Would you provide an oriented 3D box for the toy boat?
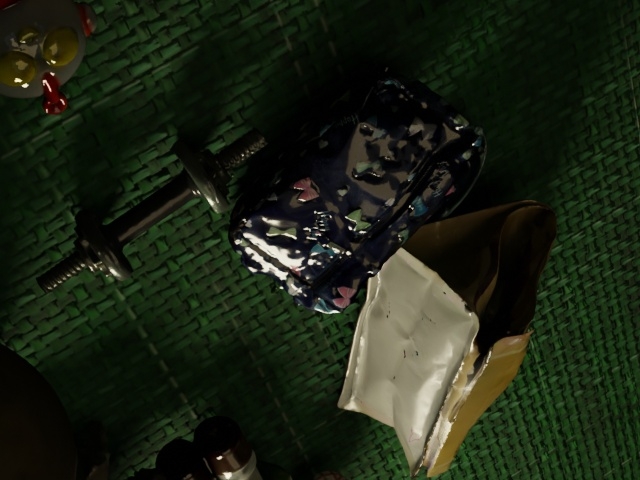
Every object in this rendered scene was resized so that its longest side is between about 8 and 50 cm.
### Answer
[{"bbox_3d":[0.135,-0.069,1.460,0.137,0.060,0.061,-51,163,22],"label":"toy boat"}]

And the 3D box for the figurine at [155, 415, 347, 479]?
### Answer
[{"bbox_3d":[-0.078,0.363,1.614,0.281,0.167,0.370,-32,128,-13],"label":"figurine"}]

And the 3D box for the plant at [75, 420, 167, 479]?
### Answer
[{"bbox_3d":[-0.231,0.303,1.458,0.142,0.131,0.203,-41,113,-49],"label":"plant"}]

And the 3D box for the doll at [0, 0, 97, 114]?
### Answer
[{"bbox_3d":[-0.254,-0.195,1.096,0.142,0.076,0.245,-27,131,-11],"label":"doll"}]

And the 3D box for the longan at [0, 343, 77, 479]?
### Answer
[{"bbox_3d":[-0.358,0.217,1.230,0.297,0.297,0.297,-18,133,-20],"label":"longan"}]

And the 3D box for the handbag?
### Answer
[{"bbox_3d":[0.033,-0.049,1.360,0.162,0.113,0.260,38,103,-15],"label":"handbag"}]

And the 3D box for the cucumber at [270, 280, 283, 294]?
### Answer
[{"bbox_3d":[0.000,0.000,1.451,0.155,0.037,0.037,-43,136,3],"label":"cucumber"}]

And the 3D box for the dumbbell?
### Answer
[{"bbox_3d":[-0.160,-0.029,1.289,0.254,0.081,0.081,-34,137,-2],"label":"dumbbell"}]

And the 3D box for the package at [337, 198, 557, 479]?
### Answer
[{"bbox_3d":[0.164,0.130,1.537,0.221,0.165,0.311,-13,142,-23],"label":"package"}]
